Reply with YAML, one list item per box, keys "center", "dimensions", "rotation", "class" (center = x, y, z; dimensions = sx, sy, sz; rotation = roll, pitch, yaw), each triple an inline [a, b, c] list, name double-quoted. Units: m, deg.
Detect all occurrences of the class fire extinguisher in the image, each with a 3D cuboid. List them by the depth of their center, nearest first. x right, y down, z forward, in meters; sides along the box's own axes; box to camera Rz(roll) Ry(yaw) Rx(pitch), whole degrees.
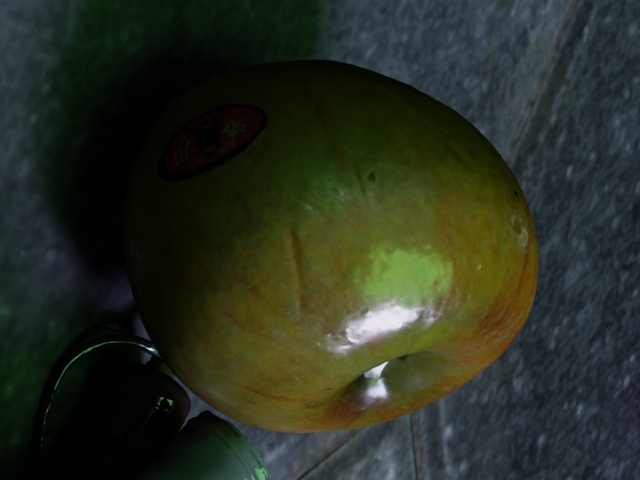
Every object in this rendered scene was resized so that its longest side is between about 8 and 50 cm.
- center: [-0.105, 0.104, 0.920]
  dimensions: [0.078, 0.045, 0.157]
  rotation: [31, 84, -31]
  class: "fire extinguisher"

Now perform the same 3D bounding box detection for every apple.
- center: [0.000, 0.000, 0.887]
  dimensions: [0.182, 0.155, 0.182]
  rotation: [-19, 152, -10]
  class: "apple"

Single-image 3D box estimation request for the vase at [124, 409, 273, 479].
- center: [-0.116, 0.152, 0.852]
  dimensions: [0.214, 0.086, 0.086]
  rotation: [-33, 132, -25]
  class: "vase"
